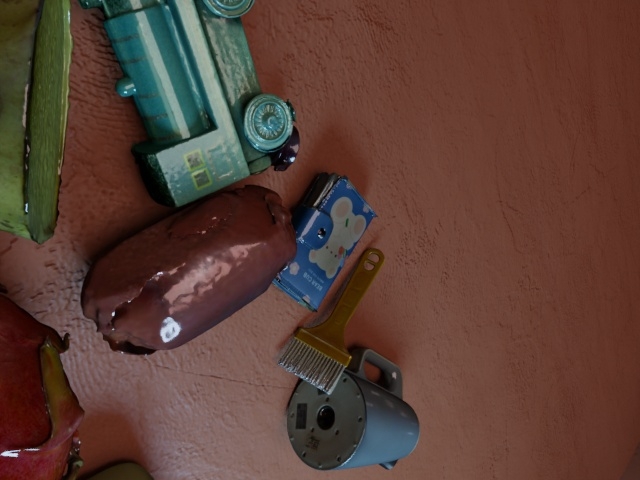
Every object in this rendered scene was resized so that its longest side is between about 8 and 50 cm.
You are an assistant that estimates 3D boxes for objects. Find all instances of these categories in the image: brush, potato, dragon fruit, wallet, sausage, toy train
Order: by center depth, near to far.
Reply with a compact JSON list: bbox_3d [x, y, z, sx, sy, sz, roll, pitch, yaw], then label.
[{"bbox_3d":[-0.353,0.174,0.457,0.250,0.250,0.315,2,118,-40],"label":"dragon fruit"},{"bbox_3d":[-0.311,-0.133,0.474,0.111,0.160,0.272,7,98,-16],"label":"potato"},{"bbox_3d":[-0.155,-0.199,0.588,0.194,0.120,0.298,-28,120,-24],"label":"toy train"},{"bbox_3d":[-0.154,0.032,0.627,0.279,0.152,0.152,-34,120,-27],"label":"sausage"},{"bbox_3d":[0.000,-0.001,0.807,0.202,0.059,0.141,-57,135,-11],"label":"wallet"},{"bbox_3d":[0.039,0.122,0.863,0.272,0.103,0.013,-58,166,-24],"label":"brush"}]

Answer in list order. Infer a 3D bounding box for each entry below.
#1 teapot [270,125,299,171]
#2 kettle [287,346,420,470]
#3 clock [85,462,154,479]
[{"bbox_3d":[-0.064,-0.141,0.717,0.045,0.067,0.101,8,60,-38],"label":"teapot"},{"bbox_3d":[0.077,0.304,0.910,0.243,0.159,0.211,30,54,-47],"label":"kettle"},{"bbox_3d":[-0.301,0.500,0.645,0.286,0.117,0.349,-25,117,-33],"label":"clock"}]
